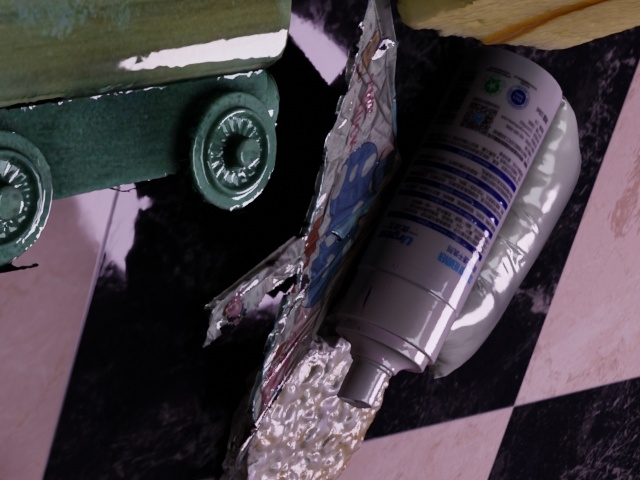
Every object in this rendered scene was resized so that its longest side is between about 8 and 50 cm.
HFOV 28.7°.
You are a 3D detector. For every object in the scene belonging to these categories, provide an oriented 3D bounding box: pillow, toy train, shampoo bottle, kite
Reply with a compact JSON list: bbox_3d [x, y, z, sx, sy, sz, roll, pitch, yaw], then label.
[{"bbox_3d":[0.155,-0.002,1.104,0.254,0.078,0.144,-58,167,-10],"label":"pillow"},{"bbox_3d":[-0.144,-0.093,0.672,0.307,0.126,0.189,-17,106,-45],"label":"toy train"},{"bbox_3d":[0.093,-0.005,0.998,0.303,0.092,0.092,-64,146,-13],"label":"shampoo bottle"},{"bbox_3d":[0.001,0.000,0.872,0.368,0.014,0.406,-40,149,-63],"label":"kite"}]

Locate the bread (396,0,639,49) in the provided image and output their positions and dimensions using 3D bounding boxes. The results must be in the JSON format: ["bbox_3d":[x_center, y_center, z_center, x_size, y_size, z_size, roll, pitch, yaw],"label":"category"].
[{"bbox_3d":[0.166,-0.270,0.825,0.263,0.198,0.236,-7,84,-54],"label":"bread"}]

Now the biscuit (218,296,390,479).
[{"bbox_3d":[-0.013,0.144,1.042,0.265,0.040,0.188,-57,145,-10],"label":"biscuit"}]
